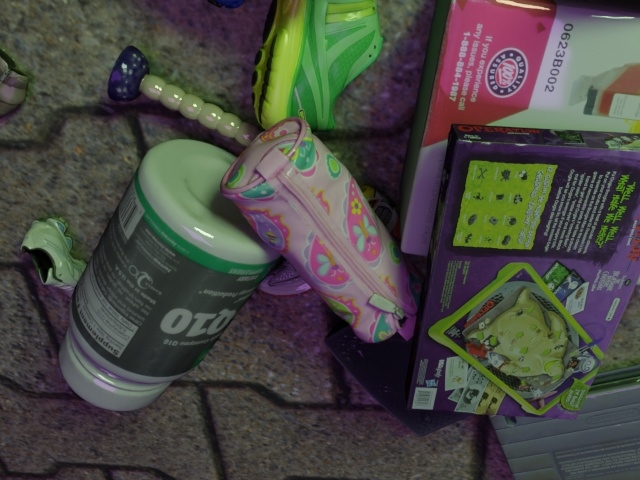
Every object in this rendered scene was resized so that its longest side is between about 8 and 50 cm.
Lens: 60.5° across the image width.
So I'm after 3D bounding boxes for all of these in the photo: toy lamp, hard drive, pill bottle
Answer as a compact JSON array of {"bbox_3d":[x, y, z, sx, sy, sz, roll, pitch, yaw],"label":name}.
[{"bbox_3d":[-0.120,-0.144,0.682,0.274,0.080,0.080,24,121,-6],"label":"toy lamp"},{"bbox_3d":[0.145,0.191,0.858,0.172,0.054,0.255,-35,111,24],"label":"hard drive"},{"bbox_3d":[-0.210,0.061,0.744,0.204,0.204,0.361,32,120,-11],"label":"pill bottle"}]

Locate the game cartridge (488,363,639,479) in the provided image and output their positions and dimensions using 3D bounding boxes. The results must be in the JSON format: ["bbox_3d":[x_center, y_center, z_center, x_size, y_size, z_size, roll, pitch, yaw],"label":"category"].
[{"bbox_3d":[0.469,0.302,0.879,0.354,0.068,0.230,-18,121,17],"label":"game cartridge"}]

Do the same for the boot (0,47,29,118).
[{"bbox_3d":[-0.438,-0.216,0.710,0.118,0.042,0.087,39,112,-16],"label":"boot"}]

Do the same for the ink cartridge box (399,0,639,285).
[{"bbox_3d":[0.297,-0.112,0.594,0.384,0.160,0.279,8,122,3],"label":"ink cartridge box"}]

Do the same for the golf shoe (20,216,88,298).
[{"bbox_3d":[-0.394,0.054,0.836,0.069,0.086,0.176,-17,118,15],"label":"golf shoe"}]

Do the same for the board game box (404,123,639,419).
[{"bbox_3d":[0.212,0.053,0.577,0.208,0.056,0.347,6,123,4],"label":"board game box"}]

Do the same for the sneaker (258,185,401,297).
[{"bbox_3d":[0.000,0.000,0.756,0.225,0.088,0.093,-30,109,13],"label":"sneaker"}]

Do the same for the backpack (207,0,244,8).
[{"bbox_3d":[-0.119,-0.308,0.573,0.120,0.098,0.101,20,125,-5],"label":"backpack"}]

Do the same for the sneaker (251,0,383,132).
[{"bbox_3d":[0.013,-0.254,0.599,0.123,0.109,0.296,6,121,-30],"label":"sneaker"}]

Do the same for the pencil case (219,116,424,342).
[{"bbox_3d":[0.016,-0.001,0.624,0.124,0.124,0.284,-27,121,22],"label":"pencil case"}]
